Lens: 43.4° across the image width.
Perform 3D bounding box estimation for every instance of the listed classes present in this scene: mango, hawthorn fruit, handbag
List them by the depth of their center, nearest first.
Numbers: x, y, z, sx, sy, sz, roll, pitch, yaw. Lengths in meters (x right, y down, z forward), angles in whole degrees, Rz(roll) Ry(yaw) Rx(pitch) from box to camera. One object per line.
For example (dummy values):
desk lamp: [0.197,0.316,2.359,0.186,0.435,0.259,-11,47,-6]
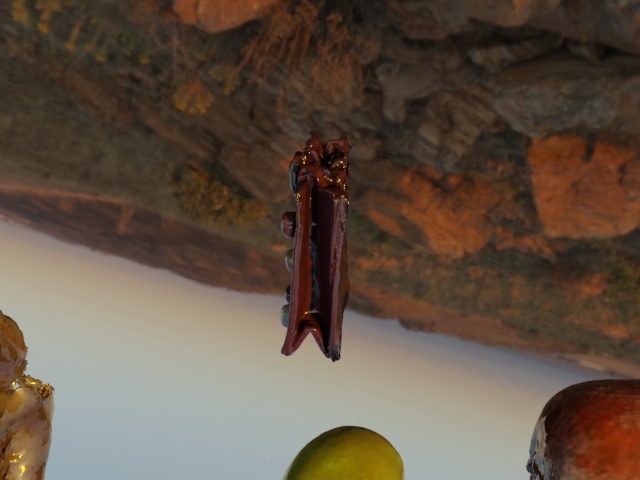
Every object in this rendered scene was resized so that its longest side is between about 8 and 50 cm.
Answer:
hawthorn fruit: [0.235,0.182,0.583,0.173,0.173,0.173,17,175,2]
handbag: [-0.003,0.000,0.879,0.074,0.216,0.203,2,-154,3]
mango: [0.017,0.356,0.958,0.149,0.273,0.185,4,152,24]

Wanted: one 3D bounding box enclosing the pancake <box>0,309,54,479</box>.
pancake: [-0.349,0.217,0.655,0.071,0.382,0.382,13,173,21]
